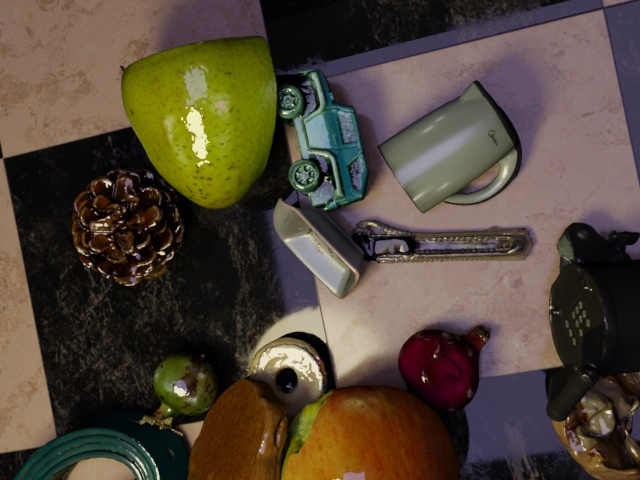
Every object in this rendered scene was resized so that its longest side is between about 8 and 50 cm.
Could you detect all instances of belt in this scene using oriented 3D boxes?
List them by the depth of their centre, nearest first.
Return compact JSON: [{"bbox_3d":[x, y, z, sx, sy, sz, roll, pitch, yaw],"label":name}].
[{"bbox_3d":[-0.485,0.550,1.765,0.437,0.173,0.300,-38,81,12],"label":"belt"}]

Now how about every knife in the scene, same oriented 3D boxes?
[{"bbox_3d":[0.237,0.004,1.646,0.365,0.043,0.089,1,93,13],"label":"knife"}]

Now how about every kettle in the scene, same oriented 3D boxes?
[{"bbox_3d":[0.267,-0.161,1.589,0.236,0.161,0.221,-34,111,10],"label":"kettle"}]

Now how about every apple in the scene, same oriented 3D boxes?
[{"bbox_3d":[0.089,0.442,1.535,0.340,0.339,0.339,0,92,13],"label":"apple"}]

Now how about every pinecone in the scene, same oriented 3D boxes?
[{"bbox_3d":[-0.401,-0.026,1.692,0.244,0.257,0.243,1,106,5],"label":"pinecone"}]

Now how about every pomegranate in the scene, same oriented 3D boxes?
[{"bbox_3d":[-0.288,0.316,1.716,0.149,0.148,0.169,10,62,13],"label":"pomegranate"}]

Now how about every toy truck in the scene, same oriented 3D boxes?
[{"bbox_3d":[0.004,-0.198,1.642,0.156,0.155,0.278,-12,88,4],"label":"toy truck"}]

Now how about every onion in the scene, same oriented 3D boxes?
[{"bbox_3d":[0.249,0.238,1.602,0.198,0.135,0.173,-45,85,9],"label":"onion"}]

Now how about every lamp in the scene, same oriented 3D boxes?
[{"bbox_3d":[0.553,0.141,1.456,0.272,0.205,0.374,10,52,1],"label":"lamp"}]

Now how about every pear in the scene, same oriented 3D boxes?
[{"bbox_3d":[-0.237,-0.213,1.606,0.342,0.239,0.317,-7,100,51],"label":"pear"}]

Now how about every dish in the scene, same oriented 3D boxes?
[{"bbox_3d":[0.000,0.000,1.665,0.234,0.154,0.064,45,65,7],"label":"dish"}]

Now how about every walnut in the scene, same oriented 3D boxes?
[{"bbox_3d":[0.508,0.326,1.533,0.204,0.141,0.238,27,54,-7],"label":"walnut"}]

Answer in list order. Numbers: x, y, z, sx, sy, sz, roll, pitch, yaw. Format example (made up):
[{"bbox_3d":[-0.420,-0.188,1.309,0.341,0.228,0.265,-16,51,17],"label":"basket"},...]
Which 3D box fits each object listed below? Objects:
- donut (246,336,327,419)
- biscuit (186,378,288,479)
[{"bbox_3d":[-0.064,0.283,1.712,0.175,0.068,0.174,1,94,14],"label":"donut"},{"bbox_3d":[-0.173,0.467,1.614,0.359,0.074,0.381,-44,39,43],"label":"biscuit"}]
